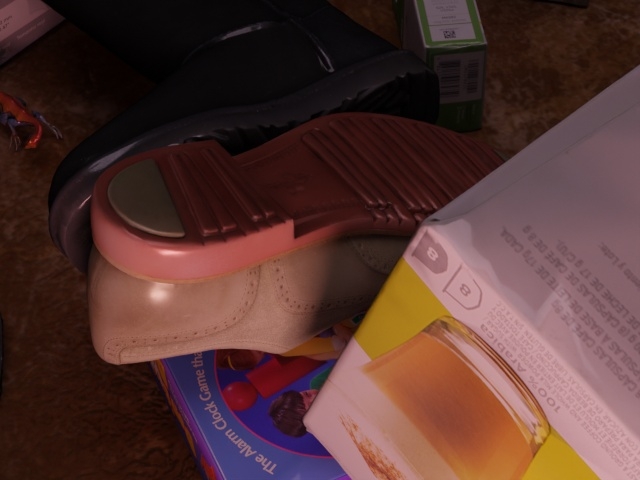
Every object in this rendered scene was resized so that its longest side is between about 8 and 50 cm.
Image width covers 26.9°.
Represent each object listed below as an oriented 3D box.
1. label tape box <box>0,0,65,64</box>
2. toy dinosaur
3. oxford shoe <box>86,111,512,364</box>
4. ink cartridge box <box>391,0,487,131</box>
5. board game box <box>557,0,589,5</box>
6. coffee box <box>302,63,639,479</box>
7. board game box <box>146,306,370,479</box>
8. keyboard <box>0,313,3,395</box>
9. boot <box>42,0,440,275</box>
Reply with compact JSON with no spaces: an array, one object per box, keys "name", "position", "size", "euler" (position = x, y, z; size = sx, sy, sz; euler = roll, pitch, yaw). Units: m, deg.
[{"name":"label tape box","position":[-0.322,-0.366,1.317],"size":[0.115,0.348,0.249],"euler":[31,56,25]},{"name":"toy dinosaur","position":[-0.294,-0.118,1.282],"size":[0.047,0.090,0.082],"euler":[-48,28,-16]},{"name":"oxford shoe","position":[0.000,0.000,1.016],"size":[0.397,0.146,0.140],"euler":[-7,41,-31]},{"name":"ink cartridge box","position":[0.115,-0.216,1.325],"size":[0.062,0.109,0.209],"euler":[-5,47,-3]},{"name":"board game box","position":[0.185,-0.396,1.354],"size":[0.224,0.303,0.097],"euler":[10,49,11]},{"name":"coffee box","position":[0.245,0.094,0.830],"size":[0.338,0.334,0.338],"euler":[-36,77,-26]},{"name":"board game box","position":[-0.023,0.068,1.091],"size":[0.233,0.078,0.347],"euler":[-20,50,-15]},{"name":"keyboard","position":[-0.424,0.092,1.118],"size":[0.317,0.033,0.201],"euler":[-7,47,-5]},{"name":"boot","position":[-0.171,-0.181,1.165],"size":[0.367,0.146,0.445],"euler":[-22,53,-34]}]
